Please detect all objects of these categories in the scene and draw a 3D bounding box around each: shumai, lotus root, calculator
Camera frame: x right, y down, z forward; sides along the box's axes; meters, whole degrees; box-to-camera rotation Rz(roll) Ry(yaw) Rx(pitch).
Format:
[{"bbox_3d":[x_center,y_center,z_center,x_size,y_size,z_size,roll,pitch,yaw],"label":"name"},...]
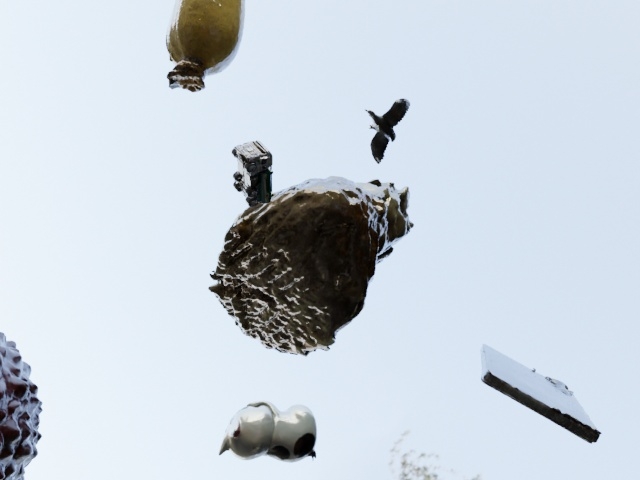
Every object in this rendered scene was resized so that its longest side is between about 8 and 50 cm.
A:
[{"bbox_3d":[0.001,-0.003,0.994,0.217,0.283,0.346,34,-40,4],"label":"shumai"},{"bbox_3d":[-0.212,-0.414,1.233,0.146,0.131,0.303,-19,-122,53],"label":"lotus root"},{"bbox_3d":[0.301,0.206,0.931,0.161,0.262,0.021,28,-84,13],"label":"calculator"}]

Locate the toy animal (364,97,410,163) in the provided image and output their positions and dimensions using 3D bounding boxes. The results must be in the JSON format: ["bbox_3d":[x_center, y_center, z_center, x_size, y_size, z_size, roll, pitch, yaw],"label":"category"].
[{"bbox_3d":[0.069,-0.132,0.737,0.050,0.028,0.084,27,-100,-9],"label":"toy animal"}]

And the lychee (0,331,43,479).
[{"bbox_3d":[-0.378,0.164,0.550,0.265,0.300,0.264,-1,-104,6],"label":"lychee"}]

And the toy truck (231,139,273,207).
[{"bbox_3d":[-0.076,-0.077,0.756,0.039,0.044,0.083,48,-29,32],"label":"toy truck"}]

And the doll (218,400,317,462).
[{"bbox_3d":[-0.096,0.364,1.236,0.110,0.181,0.106,-62,-153,32],"label":"doll"}]
